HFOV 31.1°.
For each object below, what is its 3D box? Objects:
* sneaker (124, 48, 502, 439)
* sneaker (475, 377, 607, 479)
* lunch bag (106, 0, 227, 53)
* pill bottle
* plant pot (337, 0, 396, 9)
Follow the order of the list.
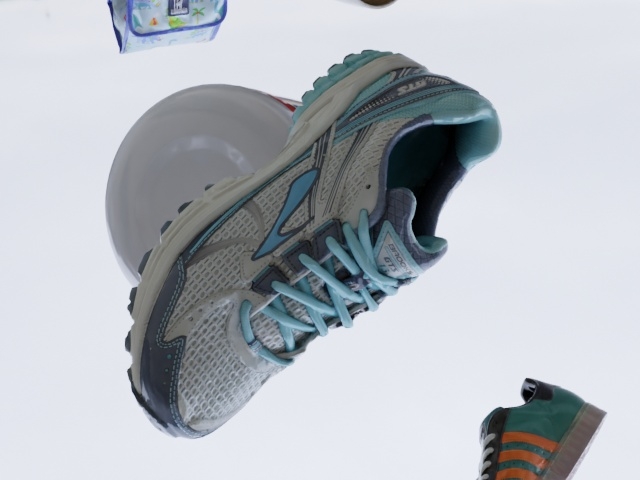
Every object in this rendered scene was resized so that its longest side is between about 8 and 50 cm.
[{"bbox_3d":[0.000,0.000,0.673,0.122,0.110,0.283,20,-113,44],"label":"sneaker"},{"bbox_3d":[0.221,0.275,1.347,0.121,0.108,0.302,30,-136,20],"label":"sneaker"},{"bbox_3d":[-0.185,-0.297,1.408,0.128,0.096,0.151,-12,166,-20],"label":"lunch bag"},{"bbox_3d":[-0.026,-0.027,0.964,0.181,0.182,0.323,0,-179,22],"label":"pill bottle"},{"bbox_3d":[-0.007,-0.415,1.300,0.190,0.284,0.284,13,-154,28],"label":"plant pot"}]
